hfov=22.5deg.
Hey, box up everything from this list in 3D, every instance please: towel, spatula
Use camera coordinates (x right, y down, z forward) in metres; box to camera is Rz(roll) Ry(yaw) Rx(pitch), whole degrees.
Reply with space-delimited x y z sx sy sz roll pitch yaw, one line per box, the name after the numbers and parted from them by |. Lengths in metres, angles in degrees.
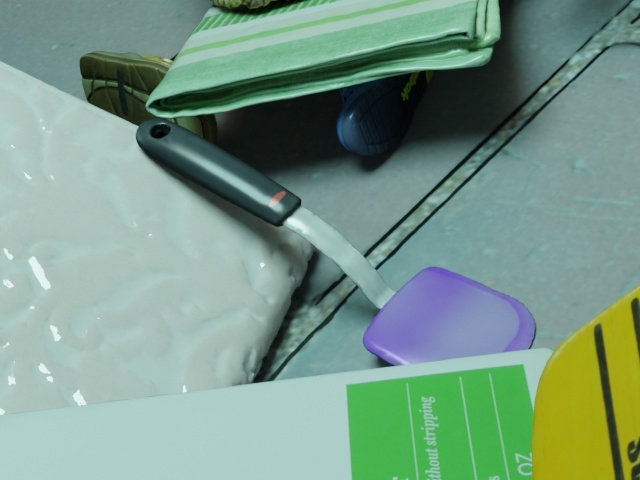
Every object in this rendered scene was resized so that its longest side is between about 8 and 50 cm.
0.025 -0.181 1.221 0.248 0.038 0.325 -9 26 15 | towel
-0.191 0.038 0.973 0.317 0.053 0.332 26 48 -2 | towel
0.000 0.000 1.007 0.296 0.030 0.084 35 60 17 | spatula

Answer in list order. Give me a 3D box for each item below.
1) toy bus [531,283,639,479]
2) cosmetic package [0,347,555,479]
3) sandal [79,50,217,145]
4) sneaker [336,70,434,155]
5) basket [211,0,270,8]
0.151 0.173 0.522 0.130 0.108 0.333 -41 38 39 | toy bus
-0.058 0.183 0.731 0.365 0.155 0.197 -7 35 1 | cosmetic package
-0.129 -0.114 1.258 0.049 0.072 0.180 -18 27 -32 | sandal
0.037 -0.108 1.172 0.059 0.053 0.144 1 34 25 | sneaker
-0.040 -0.335 1.276 0.213 0.223 0.299 -16 25 2 | basket
